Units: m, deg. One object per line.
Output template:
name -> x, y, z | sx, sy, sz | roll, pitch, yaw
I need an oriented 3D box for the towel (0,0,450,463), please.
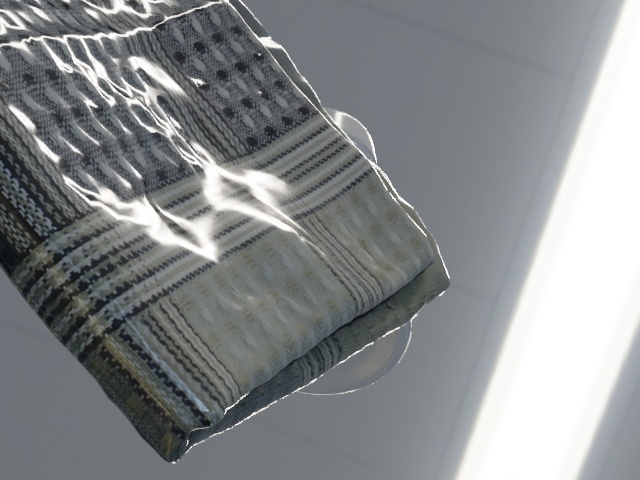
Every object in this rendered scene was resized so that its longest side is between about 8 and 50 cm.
towel -> -0.081, -0.075, 0.704 | 0.056, 0.324, 0.312 | -43, -97, 21

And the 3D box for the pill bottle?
pill bottle -> 0.000, 0.000, 1.331 | 0.131, 0.229, 0.131 | -1, -50, -2
